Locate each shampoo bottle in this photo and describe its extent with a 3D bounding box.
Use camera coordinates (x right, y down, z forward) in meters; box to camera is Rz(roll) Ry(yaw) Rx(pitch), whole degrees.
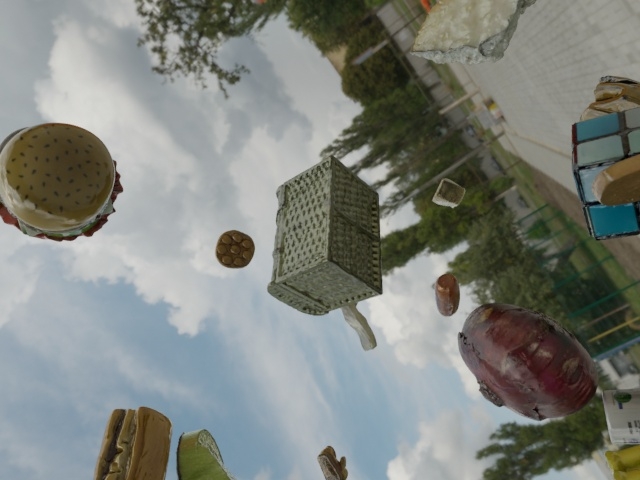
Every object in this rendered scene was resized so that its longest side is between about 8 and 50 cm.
[{"bbox_3d":[0.625,0.276,0.847,0.092,0.304,0.092,35,-131,-53],"label":"shampoo bottle"}]

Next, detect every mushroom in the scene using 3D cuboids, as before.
[{"bbox_3d":[0.119,0.255,1.623,0.055,0.059,0.202,5,-141,-36],"label":"mushroom"}]

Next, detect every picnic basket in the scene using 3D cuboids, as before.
[{"bbox_3d":[0.000,0.000,0.850,0.134,0.154,0.196,32,-132,-40],"label":"picnic basket"}]

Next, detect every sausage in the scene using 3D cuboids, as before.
[{"bbox_3d":[0.377,0.167,1.577,0.197,0.076,0.076,69,-179,-56],"label":"sausage"}]

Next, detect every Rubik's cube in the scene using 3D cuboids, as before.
[{"bbox_3d":[0.574,-0.127,0.978,0.183,0.180,0.167,58,-142,-26],"label":"Rubik's cube"}]

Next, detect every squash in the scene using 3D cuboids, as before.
[{"bbox_3d":[-0.252,0.534,1.240,0.220,0.133,0.220,157,90,-86],"label":"squash"}]

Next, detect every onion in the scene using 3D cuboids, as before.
[{"bbox_3d":[0.364,0.218,0.960,0.246,0.190,0.246,40,173,6],"label":"onion"}]

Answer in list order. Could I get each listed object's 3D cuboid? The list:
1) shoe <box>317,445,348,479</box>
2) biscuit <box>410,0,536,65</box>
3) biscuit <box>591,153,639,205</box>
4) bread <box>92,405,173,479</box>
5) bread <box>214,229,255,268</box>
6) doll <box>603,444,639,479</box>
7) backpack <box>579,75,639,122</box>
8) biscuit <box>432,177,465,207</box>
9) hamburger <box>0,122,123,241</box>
[{"bbox_3d":[0.038,0.614,1.450,0.109,0.072,0.069,44,-161,6],"label":"shoe"},{"bbox_3d":[0.260,-0.368,0.867,0.040,0.266,0.188,25,-130,-42],"label":"biscuit"},{"bbox_3d":[0.484,-0.097,0.783,0.221,0.142,0.028,-9,-114,-22],"label":"biscuit"},{"bbox_3d":[-0.310,0.379,0.879,0.116,0.077,0.200,62,-157,-47],"label":"bread"},{"bbox_3d":[-0.228,0.025,1.419,0.110,0.110,0.024,53,168,-12],"label":"bread"},{"bbox_3d":[0.547,0.239,0.668,0.145,0.363,0.199,62,-162,-1],"label":"doll"},{"bbox_3d":[0.877,-0.294,1.387,0.354,0.201,0.378,15,-166,-11],"label":"backpack"},{"bbox_3d":[0.276,-0.098,1.144,0.056,0.052,0.188,26,-173,10],"label":"biscuit"},{"bbox_3d":[-0.356,-0.082,0.714,0.175,0.175,0.137,52,157,-13],"label":"hamburger"}]
